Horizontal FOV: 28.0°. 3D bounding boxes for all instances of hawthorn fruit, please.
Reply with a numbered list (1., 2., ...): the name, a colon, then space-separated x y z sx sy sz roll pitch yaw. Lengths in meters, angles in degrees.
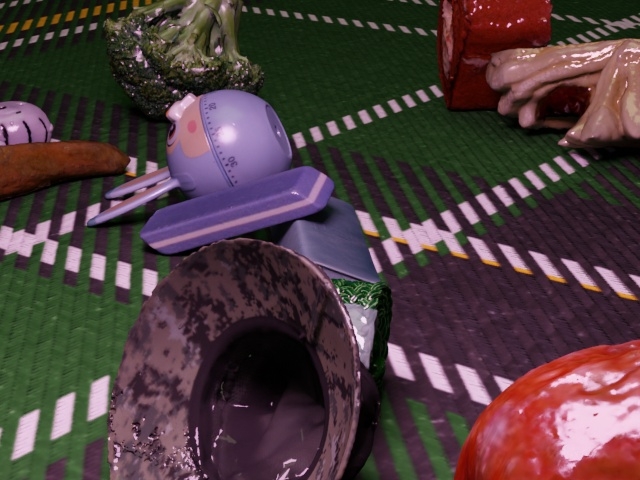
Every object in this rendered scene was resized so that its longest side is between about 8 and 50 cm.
1. hawthorn fruit: 0.155 0.170 0.736 0.272 0.241 0.242 -3 20 -6

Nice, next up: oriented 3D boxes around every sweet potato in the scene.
1. sweet potato: -0.381 -0.099 1.726 0.273 0.075 0.075 -13 23 -40

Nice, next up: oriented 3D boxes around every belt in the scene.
1. belt: 0.013 0.097 1.095 0.079 0.121 0.151 5 26 10

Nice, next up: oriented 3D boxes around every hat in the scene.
1. hat: -0.032 0.133 0.957 0.128 0.265 0.265 23 1 -41

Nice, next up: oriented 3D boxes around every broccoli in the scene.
1. broccoli: -0.215 -0.301 2.057 0.269 0.241 0.261 30 3 2

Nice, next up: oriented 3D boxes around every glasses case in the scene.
1. glasses case: 0.000 0.000 1.452 0.105 0.056 0.266 -4 21 -5

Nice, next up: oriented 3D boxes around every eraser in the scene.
1. eraser: -0.097 -0.036 1.488 0.225 0.036 0.082 -16 22 19

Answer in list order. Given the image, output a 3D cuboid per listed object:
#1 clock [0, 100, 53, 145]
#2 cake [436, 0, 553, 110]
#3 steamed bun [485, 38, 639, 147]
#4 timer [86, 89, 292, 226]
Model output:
1. clock: -0.460 -0.145 1.829 0.176 0.080 0.117 -14 23 -29
2. cake: 0.269 -0.336 2.032 0.151 0.283 0.177 -1 58 -2
3. steamed bun: 0.463 -0.200 1.846 0.428 0.189 0.247 0 -9 1
4. timer: -0.163 -0.109 1.608 0.255 0.175 0.175 0 20 5
